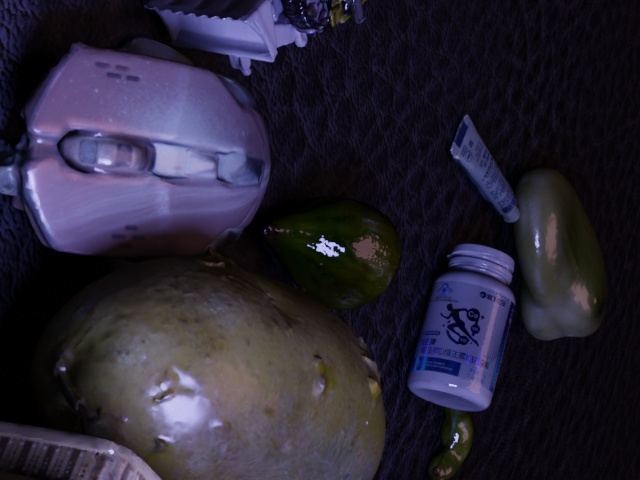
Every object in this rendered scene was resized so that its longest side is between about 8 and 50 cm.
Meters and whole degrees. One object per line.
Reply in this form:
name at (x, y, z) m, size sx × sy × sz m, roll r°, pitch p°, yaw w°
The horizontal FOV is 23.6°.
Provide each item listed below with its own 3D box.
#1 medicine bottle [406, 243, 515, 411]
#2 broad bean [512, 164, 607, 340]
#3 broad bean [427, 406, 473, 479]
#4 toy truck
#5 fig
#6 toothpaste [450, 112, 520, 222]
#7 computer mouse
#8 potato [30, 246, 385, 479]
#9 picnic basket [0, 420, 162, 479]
medicine bottle at (0.179, 0.106, 1.888) m, size 0.107 × 0.107 × 0.191 m, roll 44°, pitch 58°, yaw -57°
broad bean at (0.337, 0.016, 2.156) m, size 0.189 × 0.121 × 0.263 m, roll -55°, pitch 140°, yaw -47°
broad bean at (0.178, 0.208, 1.976) m, size 0.070 × 0.048 × 0.214 m, roll 18°, pitch 84°, yaw -63°
toy truck at (-0.035, -0.220, 1.369) m, size 0.286 × 0.136 × 0.111 m, roll -43°, pitch 137°, yaw -49°
fig at (0.000, 0.000, 1.542) m, size 0.177 × 0.117 × 0.117 m, roll 26°, pitch 72°, yaw -39°
toothpaste at (0.217, -0.085, 1.991) m, size 0.216 × 0.037 × 0.062 m, roll 49°, pitch 54°, yaw -51°
computer mouse at (-0.137, -0.068, 1.236) m, size 0.389 × 0.115 × 0.200 m, roll -2°, pitch 95°, yaw -63°
potato at (-0.082, 0.136, 1.241) m, size 0.269 × 0.219 × 0.359 m, roll -40°, pitch 147°, yaw -8°
picnic basket at (-0.201, 0.263, 1.074) m, size 0.313 × 0.228 × 0.175 m, roll 59°, pitch 43°, yaw -51°
